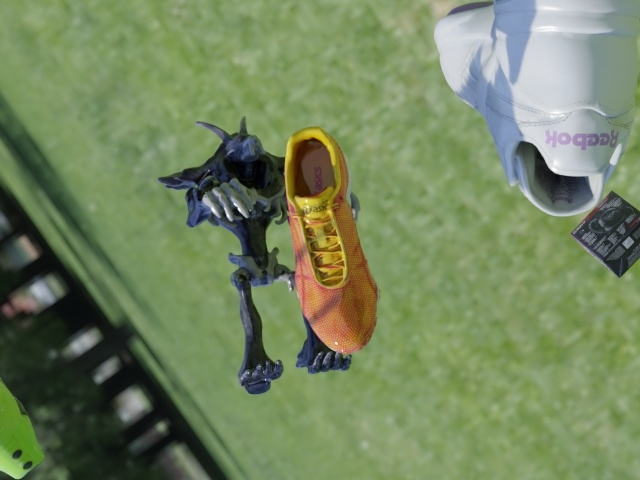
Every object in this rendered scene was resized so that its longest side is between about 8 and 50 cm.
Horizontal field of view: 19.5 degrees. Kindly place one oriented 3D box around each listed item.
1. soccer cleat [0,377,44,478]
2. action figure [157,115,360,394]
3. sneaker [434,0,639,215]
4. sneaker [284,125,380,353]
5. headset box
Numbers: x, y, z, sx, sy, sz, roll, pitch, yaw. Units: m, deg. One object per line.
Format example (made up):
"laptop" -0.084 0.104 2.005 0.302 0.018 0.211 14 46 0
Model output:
"soccer cleat" -0.222 0.085 1.119 0.179 0.060 0.072 39 167 50
"action figure" -0.046 -0.009 1.700 0.141 0.164 0.275 -45 55 56
"sneaker" 0.138 -0.090 1.246 0.305 0.114 0.152 152 119 -87
"sneaker" 0.000 0.000 1.383 0.067 0.064 0.175 42 -147 -69
"headset box" 0.288 -0.008 1.836 0.032 0.062 0.083 43 -178 -27
